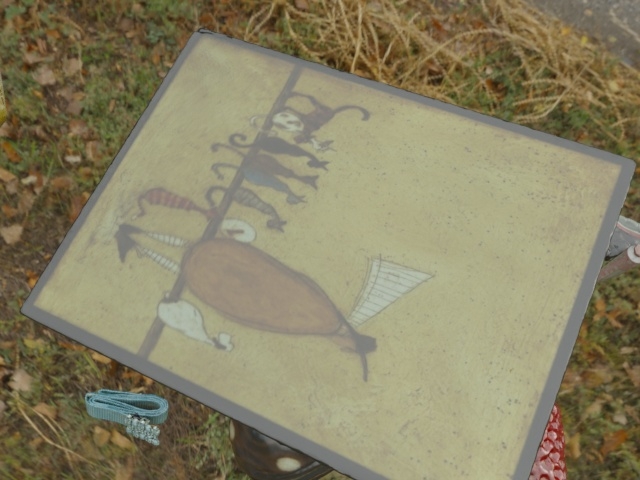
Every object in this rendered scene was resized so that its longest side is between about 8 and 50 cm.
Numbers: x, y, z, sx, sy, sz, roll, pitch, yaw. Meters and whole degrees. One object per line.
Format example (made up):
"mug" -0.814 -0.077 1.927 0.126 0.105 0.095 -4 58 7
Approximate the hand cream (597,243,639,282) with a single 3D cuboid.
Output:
"hand cream" 0.674 0.064 1.461 0.067 0.210 0.043 -14 68 -12

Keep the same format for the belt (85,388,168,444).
"belt" -0.422 0.374 1.380 0.179 0.065 0.100 9 40 -1

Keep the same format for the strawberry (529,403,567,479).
"strawberry" 0.311 0.341 1.047 0.205 0.205 0.244 -12 65 -14

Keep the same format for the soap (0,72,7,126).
"soap" -0.340 -0.141 0.493 0.160 0.258 0.080 1 19 5

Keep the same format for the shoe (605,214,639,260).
"shoe" 0.720 -0.013 1.661 0.291 0.114 0.137 24 94 -1

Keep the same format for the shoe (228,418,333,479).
"shoe" 0.000 0.111 0.770 0.384 0.237 0.171 -46 37 -3

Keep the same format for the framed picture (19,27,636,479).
"framed picture" 0.000 0.000 0.423 0.338 0.014 0.255 22 73 16
